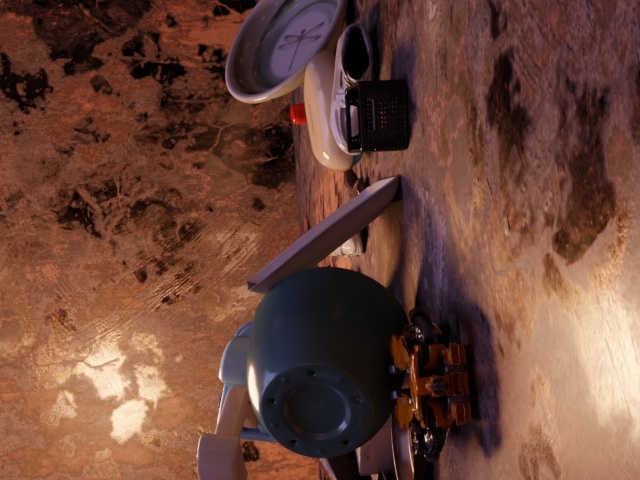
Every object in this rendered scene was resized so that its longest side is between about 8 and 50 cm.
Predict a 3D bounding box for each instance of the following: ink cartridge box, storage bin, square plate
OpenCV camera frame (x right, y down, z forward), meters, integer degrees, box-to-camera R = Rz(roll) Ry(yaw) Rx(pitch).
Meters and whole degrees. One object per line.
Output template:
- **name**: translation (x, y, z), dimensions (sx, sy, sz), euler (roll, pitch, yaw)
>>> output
- **ink cartridge box**: translation (0.106, 0.378, 1.868), dimensions (0.191, 0.082, 0.140), euler (-104, 12, -55)
- **storage bin**: translation (0.098, -0.220, 1.580), dimensions (0.180, 0.084, 0.122), euler (-146, 53, -82)
- **square plate**: translation (0.000, 0.000, 1.748), dimensions (0.049, 0.344, 0.347), euler (52, 175, -3)

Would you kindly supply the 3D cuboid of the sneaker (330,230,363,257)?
- **sneaker**: translation (0.040, 0.001, 2.112), dimensions (0.232, 0.115, 0.090), euler (109, 157, -75)

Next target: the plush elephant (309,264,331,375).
- **plush elephant**: translation (0.009, 0.225, 1.784), dimensions (0.330, 0.271, 0.255), euler (101, 165, -65)

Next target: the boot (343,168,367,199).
- **boot**: translation (0.082, -0.128, 2.010), dimensions (0.114, 0.037, 0.106), euler (99, 153, -78)

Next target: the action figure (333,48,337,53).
- **action figure**: translation (0.010, -0.478, 2.243), dimensions (0.280, 0.091, 0.139), euler (-104, 5, -55)

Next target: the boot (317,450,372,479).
- **boot**: translation (0.042, 0.478, 1.854), dimensions (0.248, 0.090, 0.207), euler (52, -172, -26)

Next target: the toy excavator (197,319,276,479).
- **toy excavator**: translation (-0.153, 0.346, 1.944), dimensions (0.445, 0.222, 0.433), euler (69, -153, -63)

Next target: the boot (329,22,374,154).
- **boot**: translation (0.064, -0.306, 1.782), dimensions (0.123, 0.095, 0.258), euler (-41, -51, -89)

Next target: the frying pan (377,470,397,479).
- **frying pan**: translation (0.150, 0.581, 1.706), dimensions (0.326, 0.053, 0.197), euler (-111, 17, -71)

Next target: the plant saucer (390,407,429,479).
- **plant saucer**: translation (0.160, 0.366, 1.564), dimensions (0.198, 0.036, 0.199), euler (177, 90, -85)

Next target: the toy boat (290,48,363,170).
- **toy boat**: translation (0.032, -0.298, 2.005), dimensions (0.318, 0.148, 0.268), euler (-149, 50, -74)

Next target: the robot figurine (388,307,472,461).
- **robot figurine**: translation (0.155, 0.204, 1.283), dimensions (0.291, 0.085, 0.211), euler (128, 138, -82)

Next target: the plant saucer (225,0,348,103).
- **plant saucer**: translation (-0.063, -0.489, 2.159), dimensions (0.100, 0.400, 0.400), euler (34, -148, -37)

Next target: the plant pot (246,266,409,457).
- **plant pot**: translation (0.005, 0.226, 1.497), dimensions (0.235, 0.293, 0.293), euler (-74, -15, -64)
